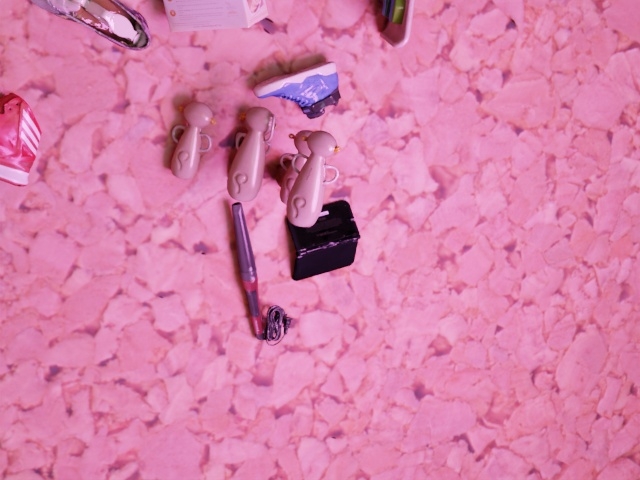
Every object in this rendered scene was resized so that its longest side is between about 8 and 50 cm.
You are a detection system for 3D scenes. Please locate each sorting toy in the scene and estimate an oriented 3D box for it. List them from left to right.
[{"bbox_3d":[0.129,-0.421,2.098,0.038,0.193,0.208,10,104,-7],"label":"sorting toy"}]

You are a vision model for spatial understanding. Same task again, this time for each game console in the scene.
[{"bbox_3d":[0.000,0.000,2.263,0.122,0.071,0.107,-16,83,-24],"label":"game console"}]

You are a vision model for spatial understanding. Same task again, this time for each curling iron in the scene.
[{"bbox_3d":[-0.110,0.056,2.208,0.068,0.035,0.274,-28,118,-22],"label":"curling iron"}]

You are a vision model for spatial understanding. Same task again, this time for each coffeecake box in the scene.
[{"bbox_3d":[-0.171,-0.413,1.955,0.068,0.142,0.186,-46,131,-52],"label":"coffeecake box"}]

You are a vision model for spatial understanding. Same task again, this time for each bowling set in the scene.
[{"bbox_3d":[-0.081,-0.147,2.100,0.200,0.287,0.154,-30,139,-67],"label":"bowling set"}]

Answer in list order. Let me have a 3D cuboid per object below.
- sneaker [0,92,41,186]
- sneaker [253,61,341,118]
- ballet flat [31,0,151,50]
[{"bbox_3d":[-0.508,-0.170,1.905,0.221,0.087,0.128,23,86,-44],"label":"sneaker"},{"bbox_3d":[-0.033,-0.234,2.140,0.152,0.058,0.085,-21,107,-28],"label":"sneaker"},{"bbox_3d":[-0.339,-0.345,1.928,0.221,0.079,0.077,28,92,-32],"label":"ballet flat"}]
